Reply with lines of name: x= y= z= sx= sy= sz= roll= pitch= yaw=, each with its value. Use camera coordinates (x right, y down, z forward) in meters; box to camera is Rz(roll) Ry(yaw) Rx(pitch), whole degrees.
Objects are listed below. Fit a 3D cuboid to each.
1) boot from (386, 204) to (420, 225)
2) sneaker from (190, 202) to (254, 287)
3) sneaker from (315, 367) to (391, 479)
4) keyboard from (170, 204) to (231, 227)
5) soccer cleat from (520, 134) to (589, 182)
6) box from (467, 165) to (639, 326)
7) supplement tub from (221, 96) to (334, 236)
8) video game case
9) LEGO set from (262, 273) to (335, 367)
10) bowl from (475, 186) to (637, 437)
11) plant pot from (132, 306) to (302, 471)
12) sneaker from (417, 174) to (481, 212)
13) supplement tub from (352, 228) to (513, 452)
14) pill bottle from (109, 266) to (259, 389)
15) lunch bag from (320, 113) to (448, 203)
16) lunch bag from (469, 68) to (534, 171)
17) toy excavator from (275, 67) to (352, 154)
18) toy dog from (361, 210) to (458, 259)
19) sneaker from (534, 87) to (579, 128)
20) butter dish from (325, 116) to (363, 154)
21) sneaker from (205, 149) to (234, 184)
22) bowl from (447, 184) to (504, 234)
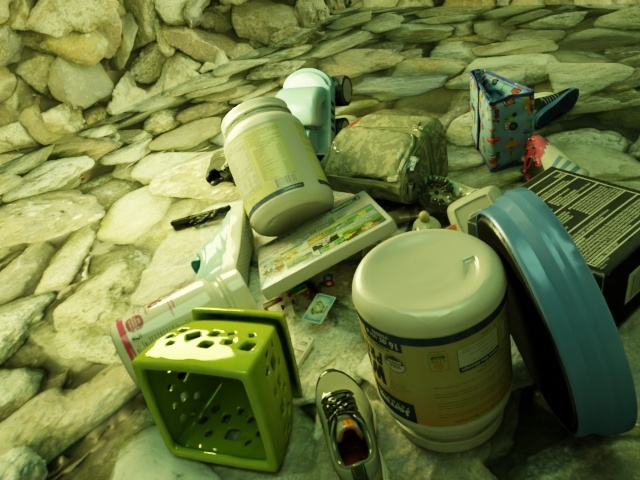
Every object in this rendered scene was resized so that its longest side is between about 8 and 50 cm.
boot: x=0.220 y=-0.060 z=1.479 sx=0.087 sy=0.042 sz=0.118 roll=1 pitch=36 yaw=18
sneaker: x=-0.261 y=0.022 z=1.447 sx=0.150 sy=0.135 sz=0.366 roll=-7 pitch=33 yaw=4
sneaker: x=0.048 y=0.307 z=0.934 sx=0.100 sy=0.108 sz=0.271 roll=-18 pitch=32 yaw=-3
keyboard: x=-0.369 y=-0.066 z=1.724 sx=0.192 sy=0.038 sz=0.100 roll=-16 pitch=10 yaw=-2
soccer cleat: x=0.621 y=-0.166 z=1.449 sx=0.143 sy=0.116 sz=0.331 roll=6 pitch=37 yaw=1
box: x=0.509 y=0.014 z=1.132 sx=0.296 sy=0.182 sz=0.294 roll=-29 pitch=37 yaw=-25
supplement tub: x=-0.123 y=-0.198 z=1.511 sx=0.235 sy=0.235 sz=0.324 roll=-20 pitch=73 yaw=-9
video game case: x=0.000 y=0.000 z=1.349 sx=0.329 sy=0.036 sz=0.300 roll=-28 pitch=19 yaw=1
LEGO set: x=-0.061 y=0.170 z=1.249 sx=0.182 sy=0.060 sz=0.244 roll=10 pitch=52 yaw=32
bowl: x=0.345 y=0.111 z=0.868 sx=0.077 sy=0.391 sz=0.391 roll=-21 pitch=32 yaw=7
plant pot: x=-0.159 y=0.246 z=1.002 sx=0.227 sy=0.228 sz=0.207 roll=0 pitch=28 yaw=21
sneaker: x=0.389 y=-0.088 z=1.398 sx=0.283 sy=0.110 sz=0.122 roll=33 pitch=18 yaw=30
supplement tub: x=0.188 y=0.165 z=0.898 sx=0.228 sy=0.316 sz=0.228 roll=-11 pitch=33 yaw=7
pill bottle: x=-0.278 y=0.179 z=1.179 sx=0.283 sy=0.160 sz=0.160 roll=-27 pitch=35 yaw=-14
lunch bag: x=0.179 y=-0.216 z=1.565 sx=0.305 sy=0.212 sz=0.256 roll=13 pitch=42 yaw=36
lunch bag: x=0.518 y=-0.377 z=1.677 sx=0.138 sy=0.221 sz=0.293 roll=-14 pitch=33 yaw=0
toy excavator: x=-0.079 y=-0.353 z=1.830 sx=0.222 sy=0.432 sz=0.445 roll=4 pitch=9 yaw=25
toy dog: x=0.206 y=0.024 z=1.248 sx=0.220 sy=0.161 sz=0.333 roll=-12 pitch=33 yaw=2
sneaker: x=0.747 y=-0.446 z=1.827 sx=0.232 sy=0.081 sz=0.090 roll=-31 pitch=44 yaw=-23
butter dish: x=0.103 y=-0.291 z=1.803 sx=0.118 sy=0.160 sz=0.160 roll=40 pitch=48 yaw=2
sneaker: x=-0.279 y=-0.263 z=1.882 sx=0.286 sy=0.109 sz=0.130 roll=-24 pitch=35 yaw=37
bowl: x=0.372 y=-0.048 z=1.297 sx=0.142 sy=0.142 sz=0.053 roll=-27 pitch=-14 yaw=24
